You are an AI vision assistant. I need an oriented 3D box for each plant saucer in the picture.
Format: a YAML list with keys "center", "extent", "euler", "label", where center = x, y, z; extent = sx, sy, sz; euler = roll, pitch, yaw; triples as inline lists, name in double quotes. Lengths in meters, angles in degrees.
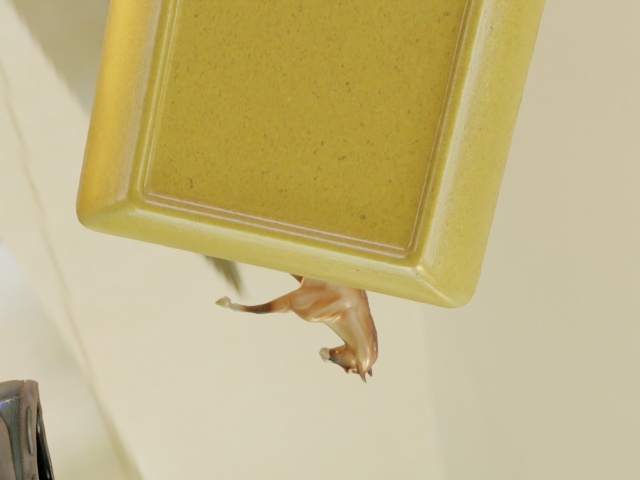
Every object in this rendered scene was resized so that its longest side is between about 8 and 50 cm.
- center: [-0.010, -0.120, 1.414]
  extent: [0.081, 0.333, 0.333]
  euler: [-77, 179, -72]
  label: "plant saucer"

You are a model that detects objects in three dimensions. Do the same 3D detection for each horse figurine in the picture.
- center: [0.000, 0.000, 1.874]
  extent: [0.174, 0.066, 0.263]
  euler: [20, -76, 16]
  label: "horse figurine"

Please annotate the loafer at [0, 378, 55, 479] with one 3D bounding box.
- center: [-0.253, 0.251, 1.674]
  extent: [0.096, 0.084, 0.267]
  euler: [-118, -171, -71]
  label: "loafer"
